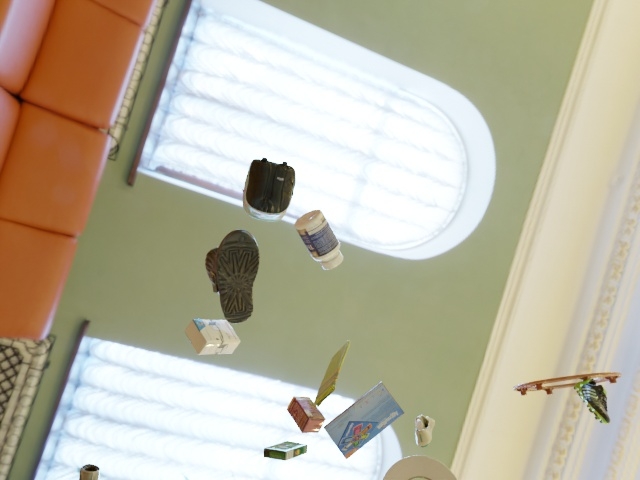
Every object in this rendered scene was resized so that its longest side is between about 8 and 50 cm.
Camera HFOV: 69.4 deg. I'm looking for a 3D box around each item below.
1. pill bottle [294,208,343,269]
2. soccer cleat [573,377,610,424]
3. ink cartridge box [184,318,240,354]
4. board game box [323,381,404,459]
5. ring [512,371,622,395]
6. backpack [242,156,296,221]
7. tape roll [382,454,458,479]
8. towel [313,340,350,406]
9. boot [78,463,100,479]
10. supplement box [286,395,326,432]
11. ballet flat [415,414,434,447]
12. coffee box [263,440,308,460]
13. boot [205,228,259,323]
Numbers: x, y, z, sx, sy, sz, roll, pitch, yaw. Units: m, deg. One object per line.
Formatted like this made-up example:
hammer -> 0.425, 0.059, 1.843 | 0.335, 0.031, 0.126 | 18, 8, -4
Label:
pill bottle -> 0.000, 0.000, 0.975 | 0.067, 0.120, 0.067 | -25, -158, 11
soccer cleat -> 0.796, 0.457, 1.334 | 0.072, 0.060, 0.179 | -34, -172, 15
ink cartridge box -> -0.461, 0.412, 1.982 | 0.139, 0.191, 0.082 | 46, -70, 33
board game box -> 0.166, 0.685, 1.766 | 0.281, 0.145, 0.027 | -36, 172, -6
ring -> 0.827, 0.488, 1.557 | 0.336, 0.337, 0.032 | 131, -41, -57
backpack -> -0.234, -0.211, 2.051 | 0.191, 0.225, 0.253 | 125, -27, -62
tape roll -> 0.461, 1.192, 2.106 | 0.072, 0.393, 0.391 | 73, 23, -58
towel -> 0.043, 0.416, 1.458 | 0.102, 0.021, 0.237 | -50, -178, 27
boot -> -0.757, 0.824, 1.468 | 0.190, 0.076, 0.208 | -17, -106, 43
supplement box -> -0.035, 0.419, 1.115 | 0.083, 0.055, 0.043 | 39, -74, 51
ballet flat -> 0.446, 0.804, 2.005 | 0.248, 0.086, 0.086 | -4, 114, -77
coffee box -> -0.145, 0.894, 1.968 | 0.113, 0.184, 0.040 | -4, -104, 27
boot -> -0.304, 0.074, 1.546 | 0.260, 0.131, 0.347 | -124, -141, -53
